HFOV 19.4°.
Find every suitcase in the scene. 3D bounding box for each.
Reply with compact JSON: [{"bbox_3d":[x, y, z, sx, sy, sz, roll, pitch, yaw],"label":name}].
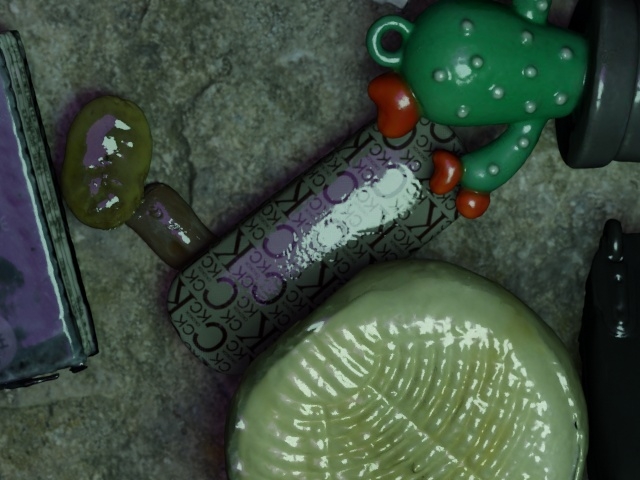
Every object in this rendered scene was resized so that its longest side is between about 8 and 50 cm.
[{"bbox_3d":[0.433,0.150,1.845,0.345,0.188,0.339,-1,61,-1],"label":"suitcase"}]

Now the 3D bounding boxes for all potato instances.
[{"bbox_3d":[-0.221,-0.080,1.938,0.092,0.070,0.138,11,89,-7],"label":"potato"}]

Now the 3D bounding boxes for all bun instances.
[{"bbox_3d":[0.088,0.196,1.875,0.364,0.202,0.364,1,96,7],"label":"bun"}]

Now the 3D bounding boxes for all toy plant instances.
[{"bbox_3d":[0.242,-0.174,1.855,0.400,0.185,0.279,6,132,-3],"label":"toy plant"}]

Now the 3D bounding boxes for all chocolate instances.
[{"bbox_3d":[-0.159,-0.010,1.967,0.064,0.031,0.100,-41,96,10],"label":"chocolate"}]

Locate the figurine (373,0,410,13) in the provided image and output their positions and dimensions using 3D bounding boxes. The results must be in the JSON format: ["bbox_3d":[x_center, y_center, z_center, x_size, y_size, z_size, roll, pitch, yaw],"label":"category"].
[{"bbox_3d":[0.005,-0.348,1.877,0.257,0.182,0.144,24,55,4],"label":"figurine"}]

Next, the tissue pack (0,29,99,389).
[{"bbox_3d":[-0.394,-0.018,1.925,0.259,0.122,0.361,-11,99,5],"label":"tissue pack"}]

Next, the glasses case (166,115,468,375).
[{"bbox_3d":[0.000,0.000,1.937,0.355,0.085,0.137,-37,97,4],"label":"glasses case"}]
